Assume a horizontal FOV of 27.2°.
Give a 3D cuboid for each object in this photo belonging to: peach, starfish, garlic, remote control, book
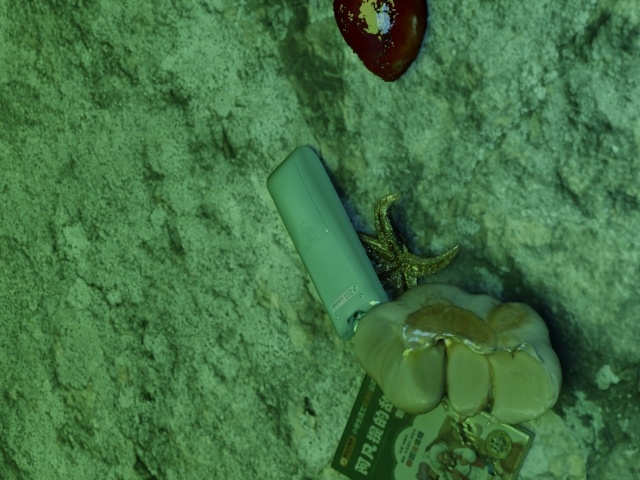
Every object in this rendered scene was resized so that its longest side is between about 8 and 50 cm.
[{"bbox_3d":[0.081,-0.310,1.856,0.127,0.092,0.172,-3,93,27],"label":"peach"},{"bbox_3d":[0.112,0.035,1.903,0.238,0.057,0.213,-5,104,36],"label":"starfish"},{"bbox_3d":[0.187,0.155,1.815,0.281,0.185,0.203,0,130,7],"label":"garlic"},{"bbox_3d":[0.001,0.000,1.929,0.103,0.051,0.293,-44,60,32],"label":"remote control"},{"bbox_3d":[0.158,0.307,1.926,0.264,0.027,0.202,28,109,23],"label":"book"}]
